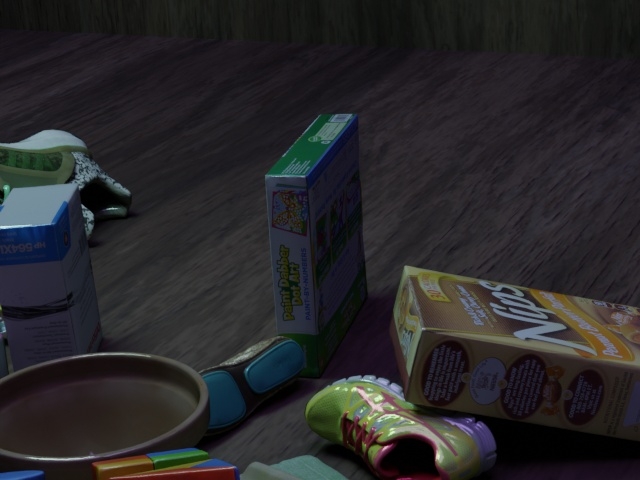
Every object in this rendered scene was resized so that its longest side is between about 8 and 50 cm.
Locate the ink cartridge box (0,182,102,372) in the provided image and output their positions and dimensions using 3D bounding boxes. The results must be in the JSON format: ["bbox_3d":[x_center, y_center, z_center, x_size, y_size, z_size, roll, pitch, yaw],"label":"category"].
[{"bbox_3d":[-0.320,0.052,1.794,0.086,0.203,0.148,-5,20,3],"label":"ink cartridge box"}]

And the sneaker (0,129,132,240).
[{"bbox_3d":[-0.413,-0.057,2.191,0.182,0.158,0.410,25,25,21],"label":"sneaker"}]

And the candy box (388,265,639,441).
[{"bbox_3d":[0.238,0.120,1.581,0.316,0.087,0.183,11,18,-6],"label":"candy box"}]

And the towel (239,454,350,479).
[{"bbox_3d":[-0.080,0.289,1.355,0.325,0.038,0.248,-14,24,-32],"label":"towel"}]

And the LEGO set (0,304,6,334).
[{"bbox_3d":[-0.449,0.038,1.991,0.132,0.107,0.287,-17,24,-33],"label":"LEGO set"}]

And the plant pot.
[{"bbox_3d":[-0.222,0.205,1.496,0.237,0.110,0.237,-3,19,1],"label":"plant pot"}]

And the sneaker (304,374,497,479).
[{"bbox_3d":[0.064,0.195,1.519,0.208,0.081,0.094,10,27,32],"label":"sneaker"}]

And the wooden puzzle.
[{"bbox_3d":[-0.193,0.218,1.213,0.348,0.080,0.322,-11,-2,-13],"label":"wooden puzzle"}]

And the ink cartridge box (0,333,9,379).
[{"bbox_3d":[-0.484,0.199,1.633,0.175,0.069,0.371,1,23,11],"label":"ink cartridge box"}]

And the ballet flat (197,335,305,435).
[{"bbox_3d":[-0.101,0.165,1.674,0.206,0.073,0.067,-21,-1,-45],"label":"ballet flat"}]

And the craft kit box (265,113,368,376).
[{"bbox_3d":[0.000,0.000,1.822,0.061,0.247,0.250,-1,20,16],"label":"craft kit box"}]
